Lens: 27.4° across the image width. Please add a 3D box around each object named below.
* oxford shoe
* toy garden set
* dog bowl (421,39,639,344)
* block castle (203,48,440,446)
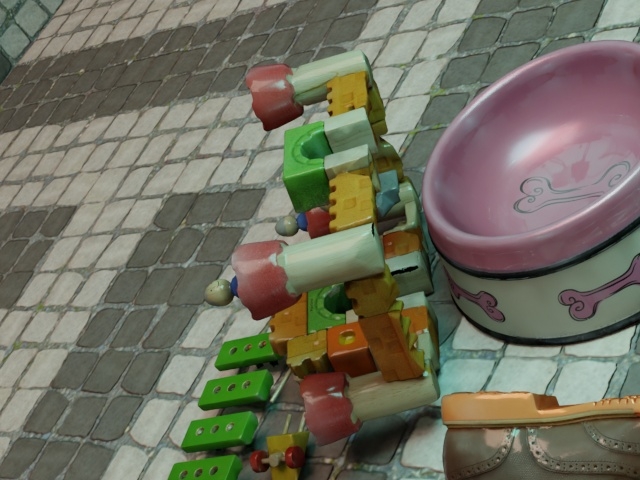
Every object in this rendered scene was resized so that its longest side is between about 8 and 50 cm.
[{"bbox_3d":[0.292,0.220,1.310,0.363,0.130,0.133,-3,80,33],"label":"oxford shoe"},{"bbox_3d":[-0.076,0.225,1.701,0.204,0.049,0.244,-14,40,36],"label":"toy garden set"},{"bbox_3d":[0.301,-0.076,1.591,0.408,0.150,0.408,-26,36,21],"label":"dog bowl"},{"bbox_3d":[0.000,0.000,1.620,0.213,0.303,0.453,-16,37,12],"label":"block castle"}]
